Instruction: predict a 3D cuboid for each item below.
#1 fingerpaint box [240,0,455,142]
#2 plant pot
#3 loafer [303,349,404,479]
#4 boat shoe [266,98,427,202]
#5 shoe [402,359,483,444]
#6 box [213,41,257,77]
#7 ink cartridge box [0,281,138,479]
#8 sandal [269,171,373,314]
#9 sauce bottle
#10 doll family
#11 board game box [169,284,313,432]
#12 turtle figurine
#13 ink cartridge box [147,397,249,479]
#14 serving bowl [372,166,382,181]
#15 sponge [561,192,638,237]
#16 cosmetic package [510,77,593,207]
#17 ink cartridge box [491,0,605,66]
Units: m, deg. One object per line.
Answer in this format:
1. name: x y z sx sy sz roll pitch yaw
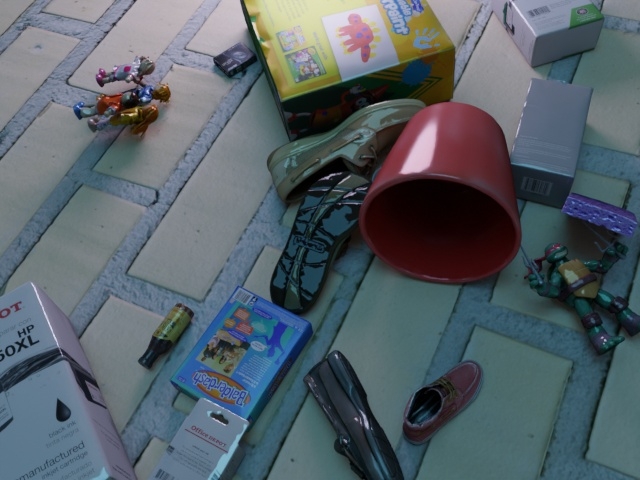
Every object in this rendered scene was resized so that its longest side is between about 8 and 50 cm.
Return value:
1. fingerpaint box: 0.042 -0.458 1.544 0.370 0.163 0.445 -19 57 -3
2. plant pot: 0.225 -0.098 1.248 0.274 0.275 0.243 7 49 12
3. loafer: 0.050 0.301 1.107 0.084 0.096 0.268 -33 48 8
4. boat shoe: 0.066 -0.172 1.391 0.340 0.122 0.110 -23 61 5
5. shoe: 0.199 0.249 1.116 0.178 0.081 0.063 -41 61 -18
6. box: -0.201 -0.426 1.641 0.083 0.018 0.067 -35 59 -15
7. ink cartridge box: -0.503 0.307 1.122 0.285 0.166 0.395 -29 58 -12
8. sandal: -0.002 0.000 1.309 0.120 0.086 0.303 27 79 16
9. sauce bottle: -0.279 0.172 1.253 0.042 0.042 0.128 22 62 20
10. doll family: -0.423 -0.311 1.559 0.163 0.118 0.263 -9 38 9
11. board game box: -0.135 0.201 1.212 0.160 0.047 0.210 25 64 21
12. turtle figurine: 0.444 0.069 1.180 0.175 0.118 0.234 -32 69 -2
13. ink cartridge box: -0.192 0.357 1.112 0.104 0.060 0.180 22 63 21
14. serving bowl: 0.142 -0.110 1.383 0.083 0.027 0.083 2 62 -3
15. sponge: 0.487 -0.049 1.216 0.117 0.210 0.031 23 104 18
16. cosmetic package: 0.444 -0.196 1.360 0.127 0.107 0.238 16 58 16
17. ink cartridge box: 0.500 -0.511 1.558 0.160 0.093 0.220 -17 57 -4
